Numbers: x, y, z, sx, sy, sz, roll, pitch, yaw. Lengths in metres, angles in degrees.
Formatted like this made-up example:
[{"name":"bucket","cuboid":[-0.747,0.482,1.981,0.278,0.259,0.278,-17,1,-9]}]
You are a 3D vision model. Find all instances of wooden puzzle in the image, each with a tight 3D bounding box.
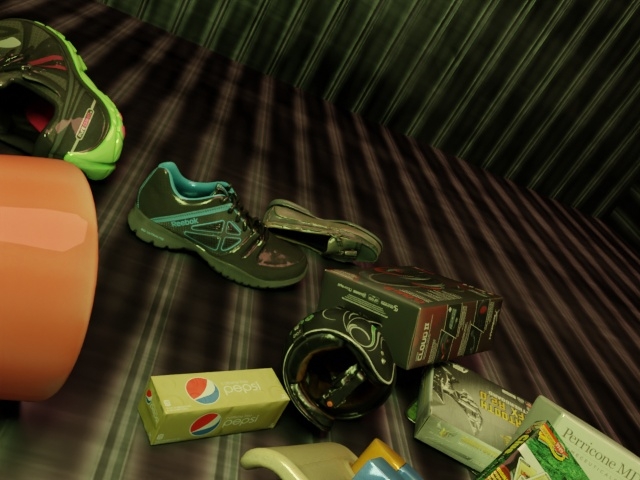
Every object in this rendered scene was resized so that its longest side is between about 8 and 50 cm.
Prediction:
[{"name":"wooden puzzle","cuboid":[0.108,0.310,0.632,0.347,0.081,0.322,36,-6,20]}]

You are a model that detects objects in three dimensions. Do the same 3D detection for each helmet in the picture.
[{"name":"helmet","cuboid":[0.026,0.181,0.876,0.169,0.170,0.161,33,6,11]}]

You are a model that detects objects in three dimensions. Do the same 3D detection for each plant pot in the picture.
[{"name":"plant pot","cuboid":[-0.389,0.026,0.597,0.243,0.275,0.275,11,29,-42]}]

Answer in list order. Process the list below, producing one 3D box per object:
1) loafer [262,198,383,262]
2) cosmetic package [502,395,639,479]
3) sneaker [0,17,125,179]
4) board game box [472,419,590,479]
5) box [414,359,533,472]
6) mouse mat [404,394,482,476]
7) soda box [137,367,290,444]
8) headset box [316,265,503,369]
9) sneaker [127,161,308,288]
[{"name":"loafer","cuboid":[0.000,0.000,1.306,0.267,0.096,0.084,21,45,1]},{"name":"cosmetic package","cuboid":[0.324,0.333,0.809,0.151,0.184,0.151,32,1,11]},{"name":"sneaker","cuboid":[-0.564,-0.298,1.168,0.482,0.185,0.202,41,24,28]},{"name":"board game box","cuboid":[0.289,0.352,0.686,0.136,0.030,0.260,-28,79,-32]},{"name":"box","cuboid":[0.272,0.301,1.001,0.230,0.056,0.183,28,24,2]},{"name":"mouse mat","cuboid":[0.240,0.319,1.012,0.189,0.007,0.152,38,26,19]},{"name":"soda box","cuboid":[-0.133,0.209,0.779,0.181,0.058,0.061,5,33,-39]},{"name":"headset box","cuboid":[0.151,0.127,1.085,0.293,0.110,0.218,0,14,-44]},{"name":"sneaker","cuboid":[-0.165,-0.021,1.091,0.340,0.140,0.125,21,24,-17]}]
